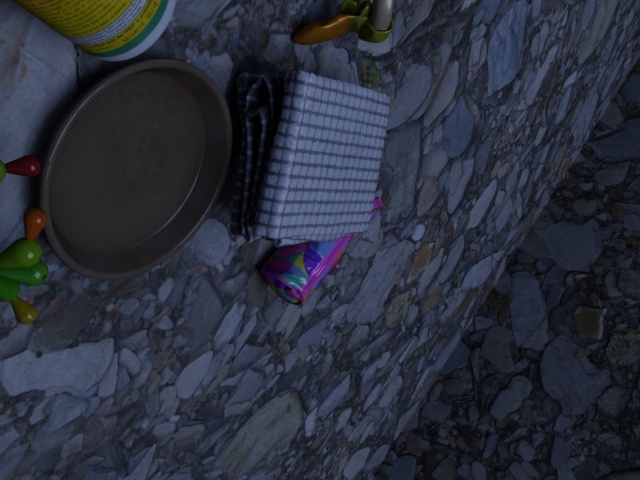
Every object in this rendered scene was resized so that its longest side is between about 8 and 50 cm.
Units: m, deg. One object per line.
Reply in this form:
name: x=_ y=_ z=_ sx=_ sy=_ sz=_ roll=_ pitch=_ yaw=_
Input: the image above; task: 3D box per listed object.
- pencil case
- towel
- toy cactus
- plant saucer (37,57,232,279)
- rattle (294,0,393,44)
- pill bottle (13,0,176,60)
pencil case: x=0.000 y=0.000 z=1.175 sx=0.236 sy=0.104 sz=0.104 roll=-51 pitch=150 yaw=-16
towel: x=-0.017 y=-0.119 z=0.987 sx=0.283 sy=0.121 sz=0.235 roll=-9 pitch=113 yaw=-58
toy cactus: x=-0.353 y=0.019 z=0.644 sx=0.180 sy=0.112 sz=0.219 roll=0 pitch=119 yaw=-38
plant saucer: x=-0.215 y=-0.084 z=0.810 sx=0.278 sy=0.041 sz=0.278 roll=-38 pitch=144 yaw=-35
rattle: x=0.036 y=-0.382 z=0.960 sx=0.130 sy=0.142 sz=0.200 roll=-75 pitch=165 yaw=-69
pill bottle: x=-0.223 y=-0.247 z=0.564 sx=0.118 sy=0.117 sz=0.208 roll=-60 pitch=152 yaw=-1
